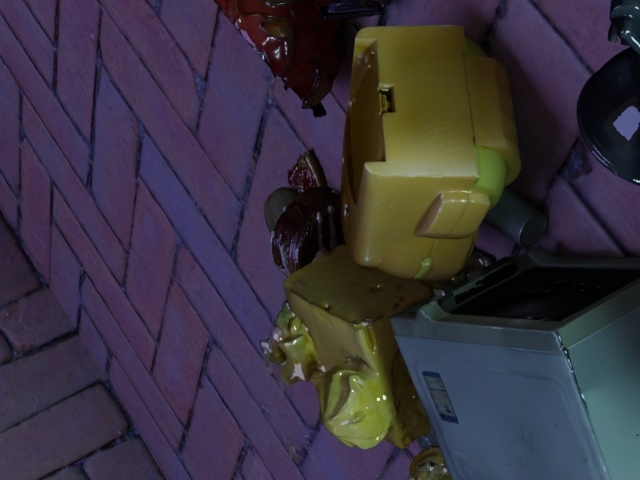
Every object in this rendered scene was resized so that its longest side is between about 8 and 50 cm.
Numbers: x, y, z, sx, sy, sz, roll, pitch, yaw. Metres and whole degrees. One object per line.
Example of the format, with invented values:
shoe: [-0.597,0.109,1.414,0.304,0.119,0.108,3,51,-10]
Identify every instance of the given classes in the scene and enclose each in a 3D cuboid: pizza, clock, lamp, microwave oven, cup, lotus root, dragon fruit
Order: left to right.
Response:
dragon fruit: [-0.031,-0.301,2.016,0.224,0.148,0.218,50,-176,9]
lotus root: [-0.030,0.000,2.350,0.183,0.077,0.090,61,156,11]
pizza: [-0.017,-0.083,2.303,0.099,0.029,0.100,60,156,6]
clock: [0.114,-0.087,1.796,0.317,0.200,0.244,110,163,-60]
cup: [0.235,-0.024,1.824,0.083,0.054,0.075,39,145,39]
microwave oven: [0.289,0.164,1.701,0.355,0.218,0.286,-2,113,64]
lamp: [0.333,-0.167,1.351,0.172,0.147,0.227,16,150,-2]

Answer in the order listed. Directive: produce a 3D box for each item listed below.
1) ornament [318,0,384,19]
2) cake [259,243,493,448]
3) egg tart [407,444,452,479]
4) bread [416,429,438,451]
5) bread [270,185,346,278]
ornament: [0.032,-0.384,1.873,0.081,0.088,0.203,-116,18,-79]
cake: [0.080,0.137,2.008,0.227,0.286,0.222,27,136,54]
egg tart: [0.244,0.397,2.121,0.288,0.118,0.288,39,147,32]
bread: [0.174,0.282,2.235,0.232,0.064,0.172,60,158,5]
bread: [0.000,0.000,2.197,0.073,0.160,0.160,31,141,38]
